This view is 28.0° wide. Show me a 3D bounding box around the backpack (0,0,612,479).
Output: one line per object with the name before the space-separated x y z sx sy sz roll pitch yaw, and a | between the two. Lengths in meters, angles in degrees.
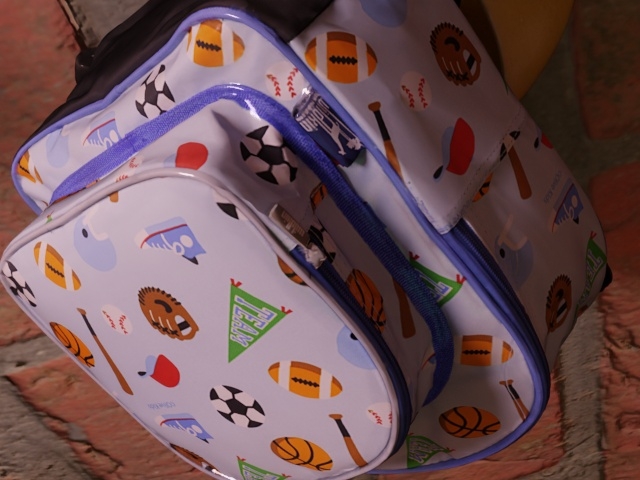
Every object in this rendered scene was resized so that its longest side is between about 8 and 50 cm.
backpack | 0.000 0.000 0.622 0.263 0.213 0.276 41 149 -20

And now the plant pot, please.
plant pot | 0.079 -0.131 0.674 0.095 0.134 0.134 -35 153 -26
